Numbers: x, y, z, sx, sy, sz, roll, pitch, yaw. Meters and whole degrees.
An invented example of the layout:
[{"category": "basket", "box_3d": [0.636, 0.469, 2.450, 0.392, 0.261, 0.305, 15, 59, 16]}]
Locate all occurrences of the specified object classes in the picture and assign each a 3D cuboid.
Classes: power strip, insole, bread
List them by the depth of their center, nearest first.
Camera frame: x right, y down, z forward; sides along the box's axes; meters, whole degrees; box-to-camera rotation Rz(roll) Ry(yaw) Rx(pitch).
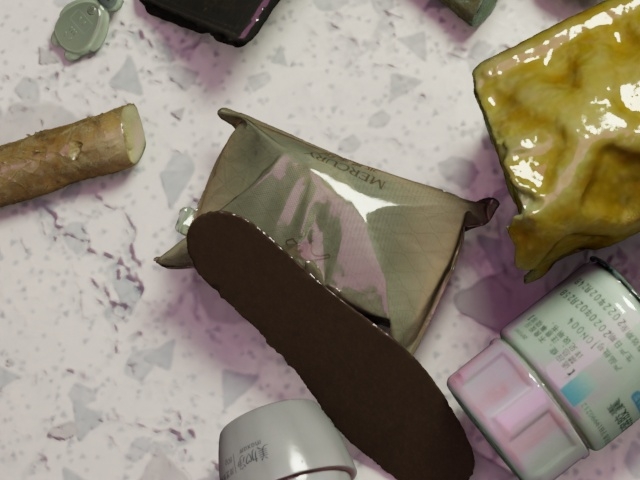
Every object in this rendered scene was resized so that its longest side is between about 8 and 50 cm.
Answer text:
[{"category": "bread", "box_3d": [0.256, -0.101, 1.382, 0.252, 0.196, 0.238, -22, 53, 10]}, {"category": "insole", "box_3d": [0.010, 0.095, 1.407, 0.328, 0.007, 0.111, 45, 122, -4]}, {"category": "power strip", "box_3d": [-0.220, -0.210, 1.572, 0.083, 0.035, 0.055, -46, 75, 10]}]

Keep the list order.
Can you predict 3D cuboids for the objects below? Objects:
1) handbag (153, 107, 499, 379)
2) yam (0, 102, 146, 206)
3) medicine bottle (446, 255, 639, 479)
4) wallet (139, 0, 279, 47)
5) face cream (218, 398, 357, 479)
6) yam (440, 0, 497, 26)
[{"category": "handbag", "box_3d": [0.000, 0.000, 1.444, 0.270, 0.117, 0.182, 21, 76, 11]}, {"category": "yam", "box_3d": [-0.304, -0.057, 1.529, 0.299, 0.066, 0.066, -19, 75, 4]}, {"category": "medicine bottle", "box_3d": [0.206, 0.114, 1.379, 0.168, 0.135, 0.135, -37, 75, -2]}, {"category": "wallet", "box_3d": [-0.035, -0.329, 1.540, 0.170, 0.044, 0.321, 28, 82, 39]}, {"category": "face cream", "box_3d": [-0.029, 0.200, 1.403, 0.117, 0.117, 0.104, -20, 67, 3]}, {"category": "yam", "box_3d": [0.100, -0.270, 1.516, 0.169, 0.068, 0.068, 42, 86, 16]}]
